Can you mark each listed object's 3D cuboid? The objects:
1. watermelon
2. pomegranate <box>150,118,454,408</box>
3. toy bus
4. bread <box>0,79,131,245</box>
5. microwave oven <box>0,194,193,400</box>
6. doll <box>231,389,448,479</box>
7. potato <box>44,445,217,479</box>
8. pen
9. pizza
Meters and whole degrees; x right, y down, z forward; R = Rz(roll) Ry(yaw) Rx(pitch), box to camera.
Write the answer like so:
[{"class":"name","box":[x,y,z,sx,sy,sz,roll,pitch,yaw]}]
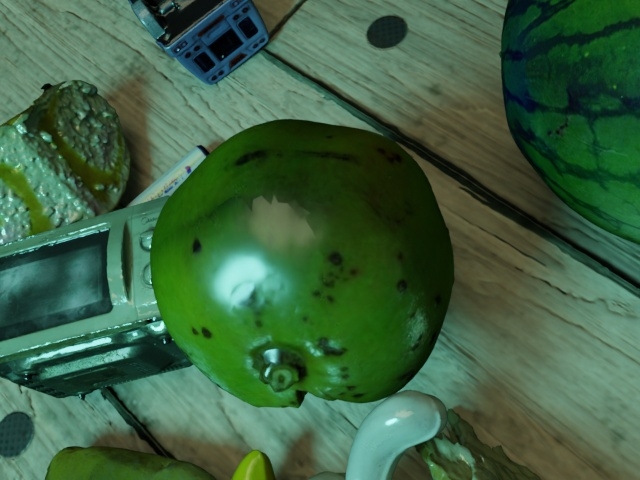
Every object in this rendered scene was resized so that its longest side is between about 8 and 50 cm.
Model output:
[{"class":"watermelon","box":[0.313,-0.147,0.548,0.363,0.363,0.363,-7,64,14]},{"class":"pomegranate","box":[0.000,0.000,0.602,0.235,0.236,0.302,3,29,18]},{"class":"toy bus","box":[-0.184,-0.332,0.898,0.125,0.133,0.292,-37,63,4]},{"class":"bread","box":[-0.319,-0.057,0.808,0.260,0.158,0.156,-41,18,-17]},{"class":"microwave oven","box":[-0.200,0.067,0.698,0.204,0.163,0.129,-15,62,10]},{"class":"doll","box":[0.012,0.249,0.545,0.237,0.111,0.252,-23,66,47]},{"class":"potato","box":[-0.173,0.236,0.658,0.188,0.085,0.105,12,68,26]},{"class":"pen","box":[-0.225,-0.009,0.817,0.269,0.033,0.033,-41,61,-5]},{"class":"pizza","box":[0.154,0.209,0.541,0.034,0.181,0.262,-54,36,15]}]
